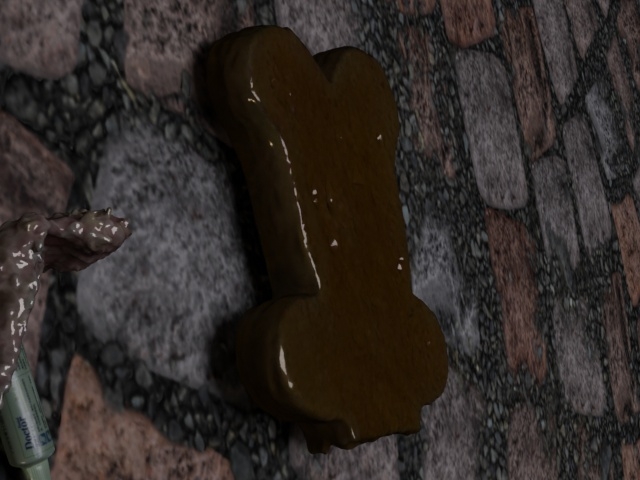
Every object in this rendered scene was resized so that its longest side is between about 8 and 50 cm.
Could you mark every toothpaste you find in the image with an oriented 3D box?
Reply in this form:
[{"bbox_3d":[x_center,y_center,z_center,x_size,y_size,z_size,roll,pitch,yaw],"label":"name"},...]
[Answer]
[{"bbox_3d":[-0.206,0.070,0.822,0.048,0.029,0.197,-28,103,-65],"label":"toothpaste"}]

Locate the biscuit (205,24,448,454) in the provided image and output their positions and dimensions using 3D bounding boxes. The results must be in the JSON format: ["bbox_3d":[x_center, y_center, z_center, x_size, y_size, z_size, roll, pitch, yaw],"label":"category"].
[{"bbox_3d":[0.000,0.000,1.209,0.368,0.076,0.394,-2,80,-63],"label":"biscuit"}]

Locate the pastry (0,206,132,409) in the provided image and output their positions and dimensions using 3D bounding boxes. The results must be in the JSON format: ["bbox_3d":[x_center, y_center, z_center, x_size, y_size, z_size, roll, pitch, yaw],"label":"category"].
[{"bbox_3d":[-0.210,0.080,0.708,0.112,0.103,0.265,30,62,-15],"label":"pastry"}]
